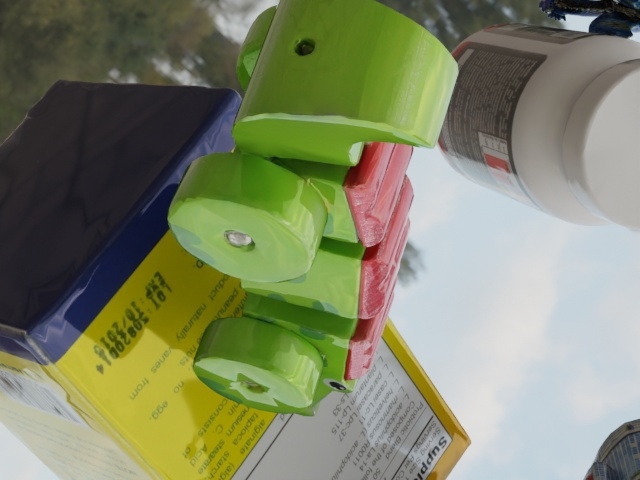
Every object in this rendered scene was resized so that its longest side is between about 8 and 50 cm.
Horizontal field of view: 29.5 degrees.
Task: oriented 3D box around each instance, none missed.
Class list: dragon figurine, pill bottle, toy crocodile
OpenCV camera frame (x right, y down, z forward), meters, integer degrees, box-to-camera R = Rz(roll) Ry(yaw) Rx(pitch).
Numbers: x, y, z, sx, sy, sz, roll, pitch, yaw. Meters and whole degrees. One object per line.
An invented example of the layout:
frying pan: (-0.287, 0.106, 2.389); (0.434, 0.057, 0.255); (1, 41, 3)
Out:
dragon figurine: (0.375, -0.273, 1.458); (0.289, 0.144, 0.085); (-131, -133, -59)
pill bottle: (0.281, -0.132, 1.378); (0.210, 0.210, 0.363); (-49, -158, -1)
toy crocodile: (0.000, 0.000, 0.588); (0.340, 0.105, 0.115); (91, 17, -58)

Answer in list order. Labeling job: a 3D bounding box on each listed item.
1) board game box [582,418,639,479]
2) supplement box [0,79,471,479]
board game box: (0.178, 0.215, 0.789); (0.194, 0.060, 0.194); (-83, -172, -63)
supplement box: (-0.085, 0.089, 0.823); (0.195, 0.356, 0.194); (9, -127, 45)
